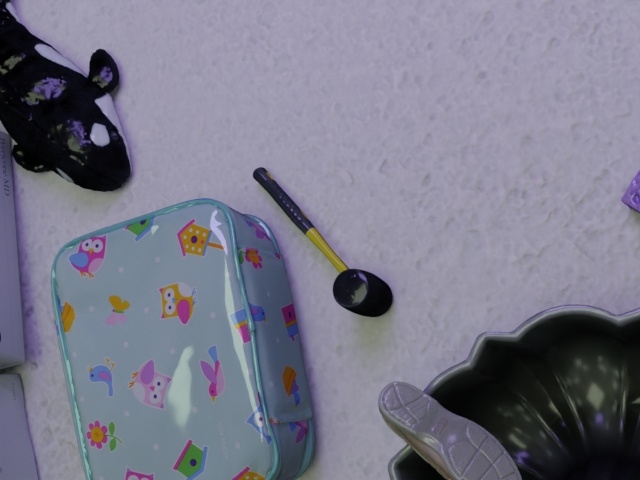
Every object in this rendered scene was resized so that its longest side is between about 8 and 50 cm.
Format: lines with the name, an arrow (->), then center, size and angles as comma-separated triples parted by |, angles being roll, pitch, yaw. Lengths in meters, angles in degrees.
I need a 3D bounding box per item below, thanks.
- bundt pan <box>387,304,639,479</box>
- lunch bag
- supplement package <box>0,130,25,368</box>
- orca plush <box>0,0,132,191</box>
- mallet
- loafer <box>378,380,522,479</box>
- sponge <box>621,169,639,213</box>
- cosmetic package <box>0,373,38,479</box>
bundt pan -> 0.224, 0.215, 0.791 | 0.331, 0.124, 0.330 | -3, 82, 22
lunch bag -> -0.134, 0.107, 0.957 | 0.224, 0.108, 0.279 | -17, 77, 22
supplement package -> -0.436, 0.014, 1.055 | 0.204, 0.145, 0.261 | -16, 72, 19
orca plush -> -0.300, -0.173, 1.060 | 0.151, 0.102, 0.287 | -27, 74, 17
mallet -> 0.000, 0.000, 0.960 | 0.039, 0.062, 0.189 | -46, 55, 9
loafer -> 0.096, 0.154, 0.769 | 0.125, 0.039, 0.045 | 38, 65, 19
sponge -> 0.353, -0.028, 0.794 | 0.210, 0.031, 0.117 | 37, 97, 35
cosmetic package -> -0.510, 0.245, 1.034 | 0.385, 0.217, 0.156 | -18, 77, 20
